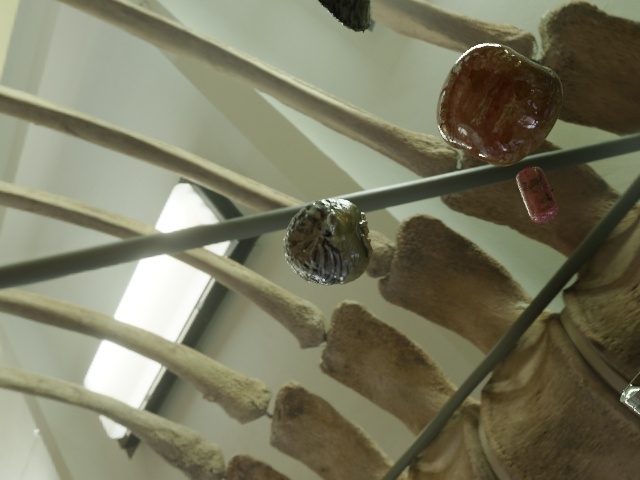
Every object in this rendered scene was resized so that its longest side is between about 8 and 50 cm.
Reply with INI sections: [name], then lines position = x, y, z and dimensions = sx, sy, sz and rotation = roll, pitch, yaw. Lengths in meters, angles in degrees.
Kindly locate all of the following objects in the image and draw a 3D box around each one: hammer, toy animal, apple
[hammer]
position = 0.301, -0.064, 0.792
dimensions = 0.043, 0.043, 0.083
rotation = -34, -126, 36
[toy animal]
position = 0.000, 0.000, 0.596
dimensions = 0.098, 0.137, 0.098
rotation = -4, -102, 18
[apple]
position = 0.284, -0.215, 0.923
dimensions = 0.188, 0.188, 0.174
rotation = 37, -67, 34

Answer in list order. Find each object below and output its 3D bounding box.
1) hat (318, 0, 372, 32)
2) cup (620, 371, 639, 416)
[hat]
position = 0.030, -0.408, 0.715
dimensions = 0.128, 0.265, 0.266
rotation = -29, -107, 35
[cup]
position = 0.390, 0.171, 0.604
dimensions = 0.099, 0.102, 0.074
rotation = 42, -42, 21
